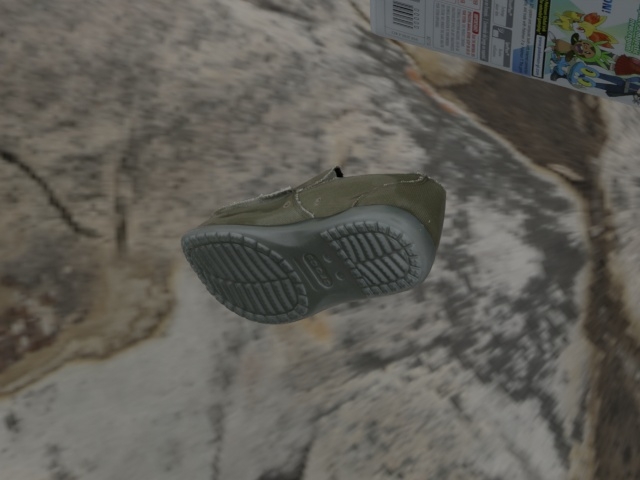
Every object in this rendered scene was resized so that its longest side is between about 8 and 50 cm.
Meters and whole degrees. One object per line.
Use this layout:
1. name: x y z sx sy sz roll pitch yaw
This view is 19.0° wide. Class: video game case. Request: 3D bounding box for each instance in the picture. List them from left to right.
1. video game case: 0.181 -0.241 1.506 0.300 0.329 0.036 17 58 13

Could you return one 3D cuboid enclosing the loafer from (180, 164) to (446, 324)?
1. loafer: 0.000 0.000 1.427 0.251 0.087 0.094 -5 124 43
